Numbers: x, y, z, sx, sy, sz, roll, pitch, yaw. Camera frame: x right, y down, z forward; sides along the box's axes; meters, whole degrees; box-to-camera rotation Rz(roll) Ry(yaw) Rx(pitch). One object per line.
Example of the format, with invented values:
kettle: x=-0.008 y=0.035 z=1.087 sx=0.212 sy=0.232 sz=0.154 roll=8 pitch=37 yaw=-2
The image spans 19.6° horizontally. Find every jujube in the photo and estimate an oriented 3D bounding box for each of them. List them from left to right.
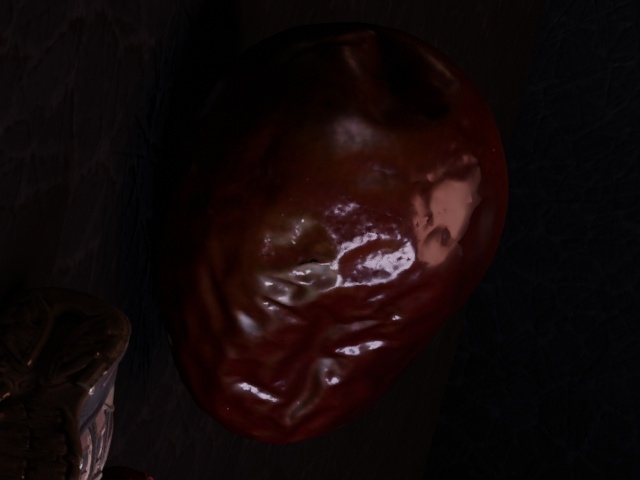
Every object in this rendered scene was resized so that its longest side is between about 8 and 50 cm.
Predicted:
jujube: x=0.000 y=0.000 z=1.244 sx=0.223 sy=0.223 sz=0.318 roll=-59 pitch=172 yaw=-46

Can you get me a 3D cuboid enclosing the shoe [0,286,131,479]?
shoe: x=-0.161 y=0.112 z=0.987 sx=0.092 sy=0.089 sz=0.180 roll=101 pitch=6 yaw=-46

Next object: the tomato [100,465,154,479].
tomato: x=-0.158 y=0.223 z=1.121 sx=0.189 sy=0.099 sz=0.173 roll=-73 pitch=173 yaw=-71
